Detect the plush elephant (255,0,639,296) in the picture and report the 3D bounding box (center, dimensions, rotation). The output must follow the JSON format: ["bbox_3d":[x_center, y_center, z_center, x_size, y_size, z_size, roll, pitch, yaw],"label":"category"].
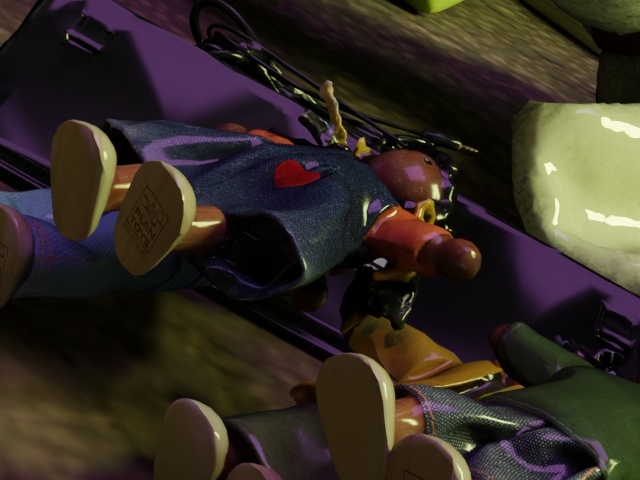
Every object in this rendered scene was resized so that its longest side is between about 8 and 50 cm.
[{"bbox_3d":[0.147,-0.110,0.669,0.255,0.330,0.272,43,33,-18],"label":"plush elephant"}]

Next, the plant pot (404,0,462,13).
[{"bbox_3d":[0.055,-0.273,0.888,0.227,0.228,0.207,-33,50,-31],"label":"plant pot"}]

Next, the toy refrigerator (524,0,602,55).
[{"bbox_3d":[0.195,-0.123,0.986,0.269,0.102,0.094,41,22,29],"label":"toy refrigerator"}]

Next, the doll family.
[{"bbox_3d":[0.006,0.015,0.394,0.111,0.076,0.193,-8,41,-42],"label":"doll family"}]

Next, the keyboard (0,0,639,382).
[{"bbox_3d":[0.000,0.000,0.512,0.192,0.038,0.100,30,42,-1],"label":"keyboard"}]
